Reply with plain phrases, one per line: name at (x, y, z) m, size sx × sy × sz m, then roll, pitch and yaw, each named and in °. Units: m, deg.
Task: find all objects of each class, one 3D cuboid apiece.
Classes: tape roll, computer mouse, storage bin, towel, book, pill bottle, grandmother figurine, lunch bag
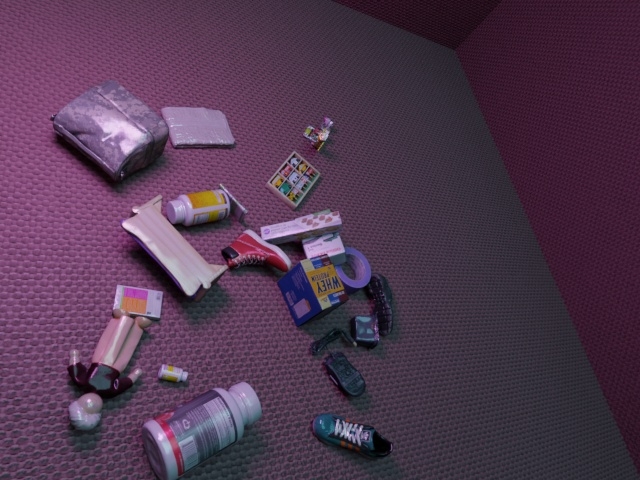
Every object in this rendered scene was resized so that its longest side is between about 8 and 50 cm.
tape roll at (0.118, 0.130, 1.975) m, size 0.188 × 0.080 × 0.189 m, roll 17°, pitch 54°, yaw -25°
computer mouse at (0.091, 0.466, 1.771) m, size 0.262 × 0.060 × 0.184 m, roll 46°, pitch 51°, yaw 13°
storage bin at (0.178, 0.365, 1.870) m, size 0.091 × 0.098 × 0.135 m, roll 9°, pitch 58°, yaw -18°
towel at (-0.510, -0.474, 1.938) m, size 0.282 × 0.049 × 0.187 m, roll -10°, pitch 69°, yaw -37°
book at (-0.590, 0.200, 1.489) m, size 0.144 × 0.035 × 0.096 m, roll 14°, pitch 53°, yaw -27°
towel at (-0.348, -0.148, 1.806) m, size 0.152 × 0.113 × 0.023 m, roll 48°, pitch 61°, yaw 0°
pill bottle at (-0.455, -0.121, 1.714) m, size 0.214 × 0.117 × 0.117 m, roll -15°, pitch 72°, yaw -39°
pill bottle at (-0.338, 0.545, 1.352) m, size 0.318 × 0.176 × 0.176 m, roll -18°, pitch 74°, yaw -40°
grandmother figurine at (-0.621, 0.368, 1.324) m, size 0.207 × 0.104 × 0.343 m, roll 19°, pitch 51°, yaw -13°
lunch bag at (-0.736, -0.378, 1.617) m, size 0.305 × 0.212 × 0.256 m, roll 42°, pitch 48°, yaw -5°
pill bottle at (-0.460, 0.417, 1.436) m, size 0.083 × 0.043 × 0.043 m, roll 22°, pitch 53°, yaw -22°

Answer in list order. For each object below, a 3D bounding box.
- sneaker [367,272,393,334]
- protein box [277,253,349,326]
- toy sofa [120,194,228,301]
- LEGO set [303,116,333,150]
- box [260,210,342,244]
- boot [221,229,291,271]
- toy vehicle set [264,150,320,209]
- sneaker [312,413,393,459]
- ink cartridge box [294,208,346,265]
sneaker at (0.278, 0.272, 1.984) m, size 0.106 × 0.101 × 0.268 m, roll 11°, pitch 67°, yaw -52°
protein box at (-0.032, 0.191, 1.754) m, size 0.135 × 0.201 × 0.200 m, roll -14°, pitch 72°, yaw -39°
toy sofa at (-0.507, 0.043, 1.561) m, size 0.362 × 0.150 × 0.177 m, roll 46°, pitch 53°, yaw -1°
LEGO set at (-0.023, -0.517, 2.236) m, size 0.107 × 0.132 × 0.287 m, roll 32°, pitch 28°, yaw -7°
box at (-0.075, -0.045, 1.847) m, size 0.323 × 0.067 × 0.063 m, roll -11°, pitch 61°, yaw -2°
boot at (-0.246, 0.078, 1.732) m, size 0.244 × 0.088 × 0.176 m, roll 31°, pitch 47°, yaw 16°
toy vehicle set at (-0.121, -0.275, 2.087) m, size 0.166 × 0.035 × 0.267 m, roll 39°, pitch 49°, yaw -8°
sneaker at (0.121, 0.680, 1.616) m, size 0.302 × 0.121 × 0.108 m, roll 28°, pitch 51°, yaw -17°
ink cartridge box at (0.000, 0.000, 1.906) m, size 0.160 × 0.093 × 0.220 m, roll -17°, pitch 61°, yaw -5°
